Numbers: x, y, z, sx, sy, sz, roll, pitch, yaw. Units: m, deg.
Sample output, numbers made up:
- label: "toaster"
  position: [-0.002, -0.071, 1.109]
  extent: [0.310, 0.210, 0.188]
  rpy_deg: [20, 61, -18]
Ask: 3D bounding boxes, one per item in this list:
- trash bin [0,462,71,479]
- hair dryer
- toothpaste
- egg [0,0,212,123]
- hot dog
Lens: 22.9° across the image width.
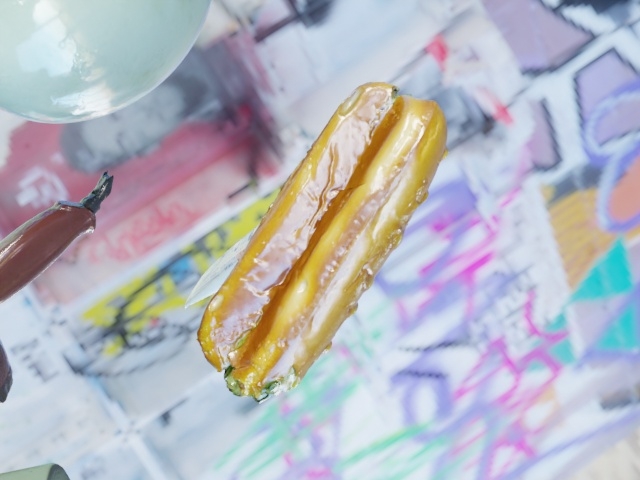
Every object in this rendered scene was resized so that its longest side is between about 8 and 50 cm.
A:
- label: "trash bin"
  position: [-0.387, 0.350, 1.464]
  extent: [0.223, 0.343, 0.158]
  rpy_deg: [-88, -20, -58]
- label: "hair dryer"
  position: [-0.377, 0.002, 1.749]
  extent: [0.123, 0.340, 0.312]
  rpy_deg: [20, 148, 53]
- label: "toothpaste"
  position: [-0.076, 0.018, 1.461]
  extent: [0.033, 0.052, 0.218]
  rpy_deg: [39, 152, -11]
- label: "egg"
  position: [-0.262, -0.286, 1.752]
  extent: [0.276, 0.276, 0.389]
  rpy_deg: [62, -147, -31]
- label: "hot dog"
  position: [0.000, 0.000, 1.189]
  extent: [0.115, 0.269, 0.072]
  rpy_deg: [38, -172, 30]
